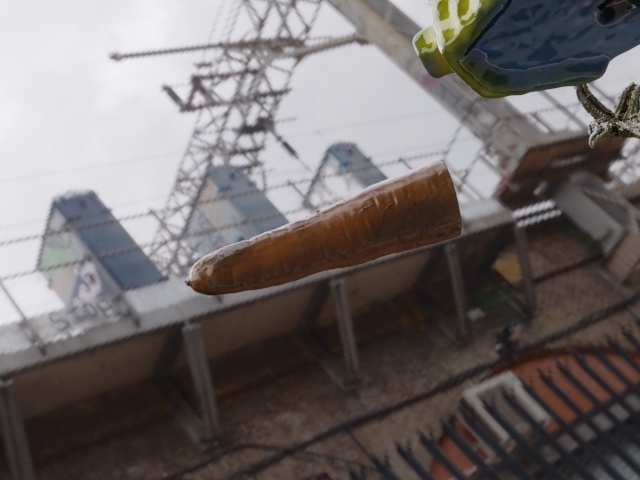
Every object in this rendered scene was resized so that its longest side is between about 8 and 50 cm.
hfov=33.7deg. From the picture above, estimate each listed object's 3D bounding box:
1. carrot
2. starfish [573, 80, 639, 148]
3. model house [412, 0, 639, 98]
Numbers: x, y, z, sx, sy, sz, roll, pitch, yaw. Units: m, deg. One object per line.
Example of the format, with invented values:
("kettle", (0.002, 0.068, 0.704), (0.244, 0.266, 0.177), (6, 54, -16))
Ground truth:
("carrot", (0.000, 0.000, 0.785), (0.209, 0.061, 0.061), (-19, -31, -4))
("starfish", (0.436, -0.174, 1.466), (0.175, 0.208, 0.053), (2, -53, 3))
("model house", (0.209, -0.279, 0.951), (0.303, 0.237, 0.215), (-25, -35, 21))
